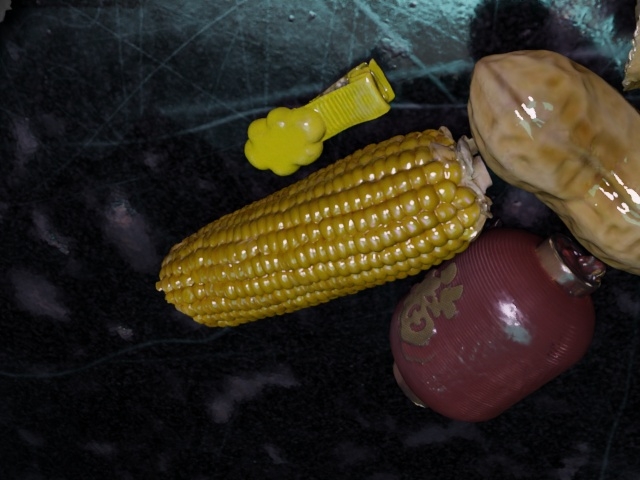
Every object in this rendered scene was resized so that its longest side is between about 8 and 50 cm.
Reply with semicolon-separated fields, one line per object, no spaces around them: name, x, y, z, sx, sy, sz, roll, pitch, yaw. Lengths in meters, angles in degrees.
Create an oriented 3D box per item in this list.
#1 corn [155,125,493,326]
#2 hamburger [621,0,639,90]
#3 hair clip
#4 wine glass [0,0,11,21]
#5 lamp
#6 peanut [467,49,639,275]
corn;0.000;0.000;0.757;0.387;0.144;0.144;-24;116;28
hamburger;0.336;-0.238;0.496;0.211;0.132;0.308;12;122;25
hair clip;-0.007;-0.117;0.732;0.173;0.046;0.072;-23;113;26
wine glass;-0.439;-0.280;0.603;0.323;0.238;0.238;44;121;-8
lamp;0.180;0.083;0.764;0.180;0.180;0.258;35;122;-13
peanut;0.256;-0.069;0.651;0.306;0.147;0.147;36;123;-13
